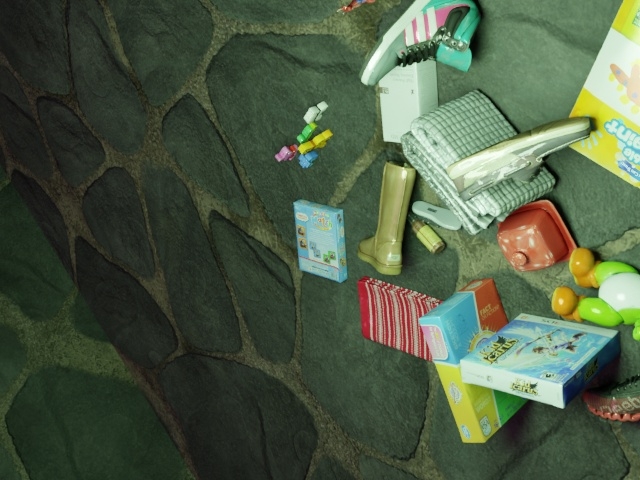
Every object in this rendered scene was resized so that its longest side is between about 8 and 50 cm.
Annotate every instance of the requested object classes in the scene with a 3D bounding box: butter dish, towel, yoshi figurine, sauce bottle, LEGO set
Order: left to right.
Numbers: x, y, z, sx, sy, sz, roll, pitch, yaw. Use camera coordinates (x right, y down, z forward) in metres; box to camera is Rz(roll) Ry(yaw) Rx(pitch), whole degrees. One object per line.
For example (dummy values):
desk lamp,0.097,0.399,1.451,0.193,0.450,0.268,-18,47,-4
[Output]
LEGO set,-0.045,-0.257,2.221,0.087,0.093,0.227,51,137,13
towel,0.216,0.216,2.253,0.275,0.031,0.198,16,121,39
sauce bottle,0.258,-0.022,2.076,0.128,0.042,0.042,53,138,25
towel,0.336,-0.167,1.784,0.283,0.235,0.121,52,141,13
butter dish,0.455,0.011,1.824,0.160,0.118,0.160,-14,114,48
yoshi figurine,0.652,0.112,1.645,0.362,0.203,0.203,15,113,37

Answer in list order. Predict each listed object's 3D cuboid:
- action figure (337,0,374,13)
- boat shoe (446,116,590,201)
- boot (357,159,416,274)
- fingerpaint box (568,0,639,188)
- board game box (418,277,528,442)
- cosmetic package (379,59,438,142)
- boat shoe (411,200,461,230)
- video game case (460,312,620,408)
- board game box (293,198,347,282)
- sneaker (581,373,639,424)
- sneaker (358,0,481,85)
action figure,0.033,-0.610,1.937,0.280,0.139,0.091,29,130,29
boat shoe,0.381,-0.153,1.581,0.285,0.103,0.092,-20,98,27
boot,0.171,-0.070,2.102,0.236,0.089,0.269,-143,56,-67
fingerpaint box,0.699,-0.232,1.435,0.445,0.163,0.371,38,132,28
board game box,0.373,0.279,1.969,0.064,0.242,0.316,-13,101,46
cosmetic package,0.205,-0.345,1.935,0.117,0.085,0.231,12,117,42
boat shoe,0.286,-0.054,2.035,0.142,0.049,0.040,28,147,34
video game case,0.483,0.254,1.823,0.244,0.269,0.061,7,114,43
board game box,0.000,0.000,2.350,0.160,0.039,0.211,16,122,39
sneaker,0.689,0.327,1.784,0.276,0.098,0.135,-3,108,44
sneaker,0.235,-0.407,1.778,0.178,0.124,0.295,43,94,7
